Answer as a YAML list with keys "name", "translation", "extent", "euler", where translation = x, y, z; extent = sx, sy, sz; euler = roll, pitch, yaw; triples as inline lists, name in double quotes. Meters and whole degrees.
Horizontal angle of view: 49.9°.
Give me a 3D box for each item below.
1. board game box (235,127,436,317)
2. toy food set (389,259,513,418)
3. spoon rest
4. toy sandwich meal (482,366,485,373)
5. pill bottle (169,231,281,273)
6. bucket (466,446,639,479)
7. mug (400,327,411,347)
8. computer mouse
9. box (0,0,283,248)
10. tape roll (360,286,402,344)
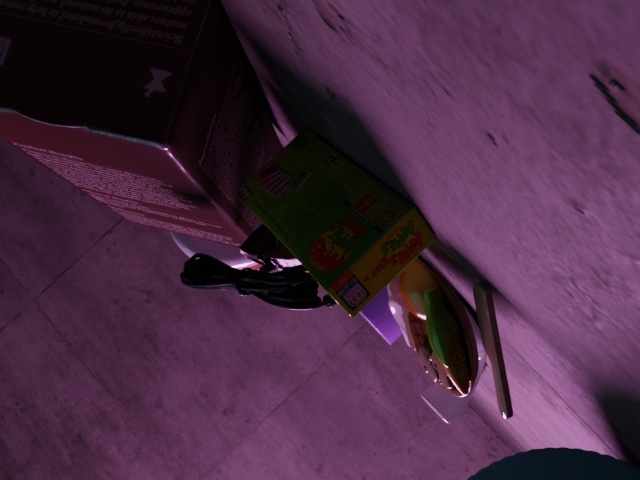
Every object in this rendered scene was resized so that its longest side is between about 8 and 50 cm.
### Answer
- name: "board game box"
  translation: [0.006, -0.023, 0.589]
  extent: [0.043, 0.092, 0.181]
  euler: [48, 178, -41]
- name: "toy food set"
  translation: [0.094, 0.077, 0.606]
  extent: [0.192, 0.038, 0.132]
  euler: [-153, 47, -71]
- name: "spoon rest"
  translation: [0.142, 0.109, 0.789]
  extent: [0.137, 0.084, 0.276]
  euler: [44, 163, 39]
- name: "toy sandwich meal"
  translation: [0.198, 0.161, 0.976]
  extent: [0.085, 0.029, 0.085]
  euler: [47, 178, 2]
- name: "pill bottle"
  translation: [-0.107, -0.024, 1.172]
  extent: [0.210, 0.210, 0.363]
  euler: [46, 177, 15]
- name: "bucket"
  translation: [0.219, 0.324, 0.578]
  extent: [0.281, 0.281, 0.183]
  euler: [45, 172, 45]
- name: "mug"
  translation: [0.133, 0.095, 0.899]
  extent: [0.064, 0.078, 0.062]
  euler: [57, -154, -24]
- name: "computer mouse"
  translation: [0.000, 0.000, 0.714]
  extent: [0.184, 0.262, 0.060]
  euler: [10, 109, 37]
- name: "box"
  translation: [-0.165, -0.107, 0.691]
  extent: [0.191, 0.143, 0.381]
  euler: [14, 171, 8]
- name: "tape roll"
  translation: [0.076, 0.072, 1.105]
  extent: [0.189, 0.080, 0.189]
  euler: [47, 177, 3]
